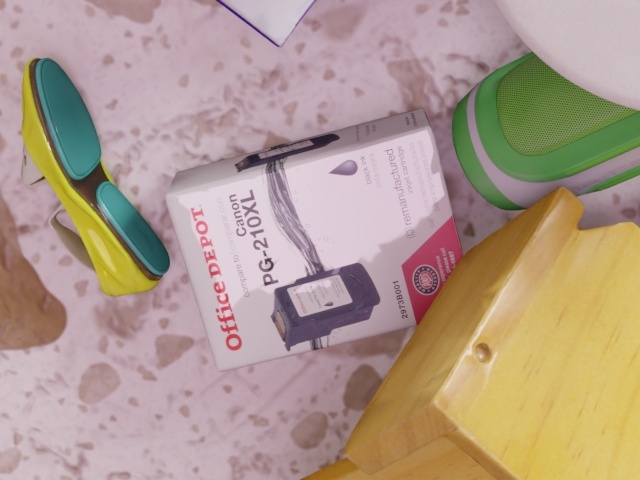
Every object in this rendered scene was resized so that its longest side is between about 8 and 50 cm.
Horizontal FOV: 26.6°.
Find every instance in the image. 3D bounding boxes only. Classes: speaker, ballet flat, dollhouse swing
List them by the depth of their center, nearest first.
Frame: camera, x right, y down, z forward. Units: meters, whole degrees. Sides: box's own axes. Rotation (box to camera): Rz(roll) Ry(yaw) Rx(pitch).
[{"bbox_3d":[0.251,-0.124,1.082,0.296,0.131,0.131,-25,105,39],"label":"speaker"},{"bbox_3d":[0.183,0.199,1.175,0.347,0.305,0.315,40,63,-12],"label":"dollhouse swing"},{"bbox_3d":[-0.220,-0.048,1.205,0.077,0.077,0.231,-22,106,24],"label":"ballet flat"}]

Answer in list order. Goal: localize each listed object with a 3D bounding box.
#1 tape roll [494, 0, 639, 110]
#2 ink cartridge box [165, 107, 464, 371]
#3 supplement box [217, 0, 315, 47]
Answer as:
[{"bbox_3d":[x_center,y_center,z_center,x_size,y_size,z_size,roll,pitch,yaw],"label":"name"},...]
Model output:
[{"bbox_3d":[0.278,-0.275,0.927,0.392,0.072,0.392,1,92,35],"label":"tape roll"},{"bbox_3d":[0.000,0.000,1.193,0.237,0.100,0.172,-14,104,5],"label":"ink cartridge box"},{"bbox_3d":[-0.036,-0.241,1.069,0.114,0.220,0.111,37,104,-9],"label":"supplement box"}]
